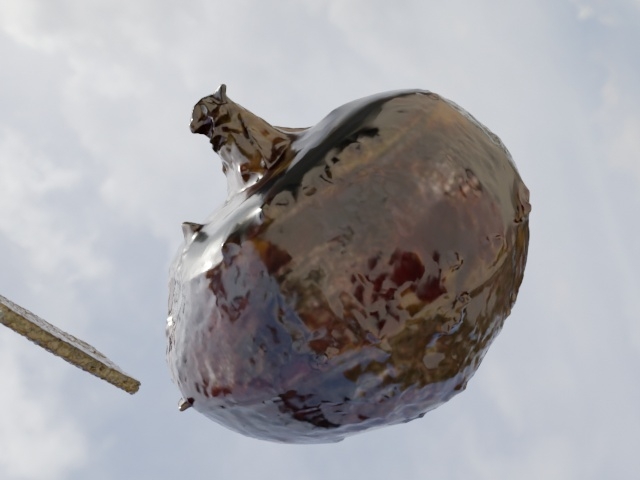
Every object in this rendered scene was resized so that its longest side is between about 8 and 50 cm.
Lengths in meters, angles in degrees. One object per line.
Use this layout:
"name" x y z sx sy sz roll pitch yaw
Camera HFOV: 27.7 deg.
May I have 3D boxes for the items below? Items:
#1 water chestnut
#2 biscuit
"water chestnut" 0.000 0.000 1.070 0.302 0.350 0.350 55 -151 -8
"biscuit" -0.312 0.109 1.484 0.131 0.025 0.231 26 171 46
